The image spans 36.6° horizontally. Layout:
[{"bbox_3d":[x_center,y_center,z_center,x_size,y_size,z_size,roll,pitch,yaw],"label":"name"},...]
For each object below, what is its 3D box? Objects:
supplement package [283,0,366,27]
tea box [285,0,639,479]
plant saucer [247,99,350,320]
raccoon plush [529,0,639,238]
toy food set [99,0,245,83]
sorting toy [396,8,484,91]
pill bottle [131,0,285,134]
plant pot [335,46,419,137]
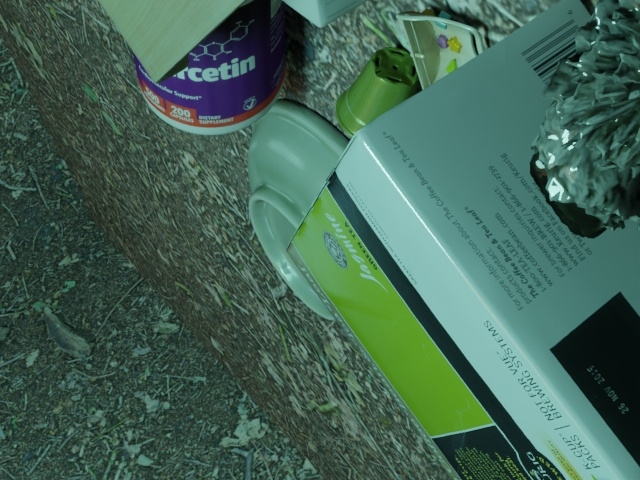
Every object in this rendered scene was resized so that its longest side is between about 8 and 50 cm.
[{"bbox_3d":[-0.004,-0.318,0.746,0.139,0.134,0.244,42,158,33],"label":"supplement package"},{"bbox_3d":[0.169,0.042,0.806,0.329,0.220,0.323,54,161,5],"label":"tea box"},{"bbox_3d":[0.000,0.000,1.354,0.400,0.100,0.400,47,160,23],"label":"plant saucer"},{"bbox_3d":[0.277,-0.063,0.410,0.299,0.216,0.446,39,157,22],"label":"raccoon plush"},{"bbox_3d":[-0.131,-0.275,0.803,0.220,0.092,0.306,57,152,-8],"label":"toy food set"},{"bbox_3d":[0.116,-0.170,0.861,0.075,0.045,0.083,21,142,48],"label":"sorting toy"},{"bbox_3d":[-0.129,-0.270,1.068,0.181,0.181,0.323,48,161,20],"label":"pill bottle"},{"bbox_3d":[0.064,-0.150,0.977,0.083,0.083,0.079,49,150,17],"label":"plant pot"}]
